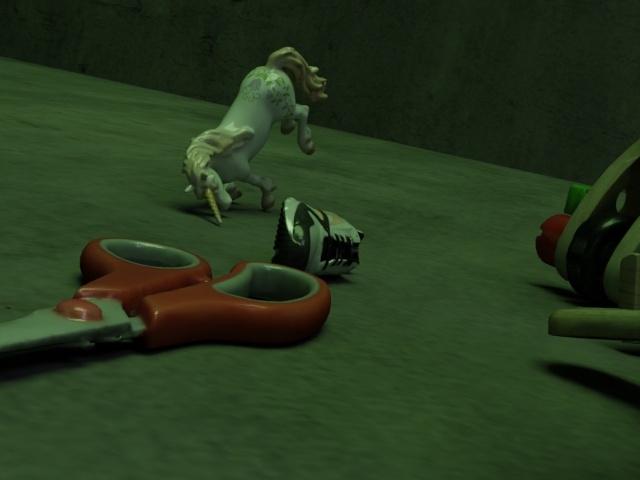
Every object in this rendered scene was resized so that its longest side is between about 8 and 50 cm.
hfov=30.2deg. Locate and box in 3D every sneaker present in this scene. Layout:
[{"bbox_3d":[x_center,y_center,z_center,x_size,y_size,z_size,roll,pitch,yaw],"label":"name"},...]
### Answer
[{"bbox_3d":[0.000,0.000,0.616,0.044,0.040,0.109,15,8,6],"label":"sneaker"}]

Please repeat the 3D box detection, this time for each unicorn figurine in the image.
[{"bbox_3d":[-0.051,-0.065,0.819,0.060,0.162,0.111,9,-21,21],"label":"unicorn figurine"}]

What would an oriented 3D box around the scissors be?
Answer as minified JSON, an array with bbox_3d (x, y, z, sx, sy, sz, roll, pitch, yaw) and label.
[{"bbox_3d":[-0.063,0.026,0.396,0.109,0.021,0.297,14,6,6],"label":"scissors"}]

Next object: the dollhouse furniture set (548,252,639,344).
[{"bbox_3d":[0.244,-0.121,0.564,0.303,0.355,0.174,7,-6,-39],"label":"dollhouse furniture set"}]

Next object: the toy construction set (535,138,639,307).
[{"bbox_3d":[0.279,-0.069,0.797,0.257,0.237,0.309,11,7,-7],"label":"toy construction set"}]
